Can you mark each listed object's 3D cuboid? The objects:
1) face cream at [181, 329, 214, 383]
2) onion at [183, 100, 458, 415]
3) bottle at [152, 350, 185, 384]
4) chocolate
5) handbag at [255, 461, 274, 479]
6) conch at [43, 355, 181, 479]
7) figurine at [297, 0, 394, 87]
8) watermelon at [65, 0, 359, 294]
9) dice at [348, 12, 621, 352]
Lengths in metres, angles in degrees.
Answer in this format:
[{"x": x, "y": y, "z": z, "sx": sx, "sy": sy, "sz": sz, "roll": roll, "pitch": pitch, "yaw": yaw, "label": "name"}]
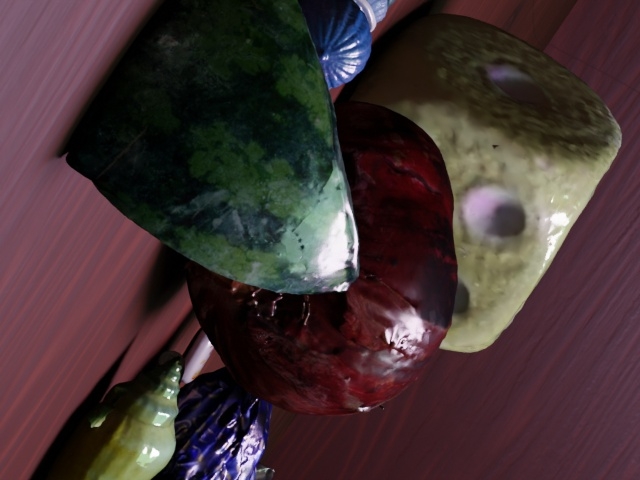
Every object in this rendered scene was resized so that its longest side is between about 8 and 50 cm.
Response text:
[{"x": -0.120, "y": 0.108, "z": 1.708, "sx": 0.083, "sy": 0.021, "sz": 0.040, "roll": -59, "pitch": 173, "yaw": 23, "label": "face cream"}, {"x": 0.013, "y": 0.007, "z": 1.393, "sx": 0.221, "sy": 0.281, "sz": 0.281, "roll": 2, "pitch": -137, "yaw": 44, "label": "onion"}, {"x": -0.150, "y": 0.137, "z": 1.599, "sx": 0.030, "sy": 0.030, "sz": 0.083, "roll": -50, "pitch": 171, "yaw": -37, "label": "bottle"}, {"x": -0.031, "y": 0.100, "z": 1.568, "sx": 0.343, "sy": 0.126, "sz": 0.148, "roll": -51, "pitch": 138, "yaw": -4, "label": "chocolate"}, {"x": -0.210, "y": 0.448, "z": 2.189, "sx": 0.327, "sy": 0.162, "sz": 0.325, "roll": -67, "pitch": 172, "yaw": 23, "label": "handbag"}, {"x": -0.182, "y": 0.181, "z": 1.427, "sx": 0.201, "sy": 0.079, "sz": 0.095, "roll": -39, "pitch": -171, "yaw": 11, "label": "conch"}, {"x": 0.020, "y": -0.158, "z": 1.196, "sx": 0.136, "sy": 0.079, "sz": 0.077, "roll": -45, "pitch": 127, "yaw": -34, "label": "figurine"}, {"x": -0.028, "y": -0.072, "z": 0.988, "sx": 0.136, "sy": 0.207, "sz": 0.202, "roll": -29, "pitch": -156, "yaw": 30, "label": "watermelon"}, {"x": 0.139, "y": -0.063, "z": 1.682, "sx": 0.250, "sy": 0.254, "sz": 0.252, "roll": -59, "pitch": 173, "yaw": 31, "label": "dice"}]
